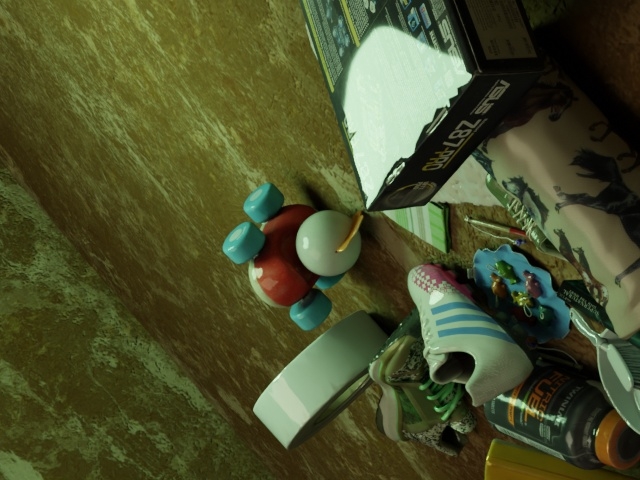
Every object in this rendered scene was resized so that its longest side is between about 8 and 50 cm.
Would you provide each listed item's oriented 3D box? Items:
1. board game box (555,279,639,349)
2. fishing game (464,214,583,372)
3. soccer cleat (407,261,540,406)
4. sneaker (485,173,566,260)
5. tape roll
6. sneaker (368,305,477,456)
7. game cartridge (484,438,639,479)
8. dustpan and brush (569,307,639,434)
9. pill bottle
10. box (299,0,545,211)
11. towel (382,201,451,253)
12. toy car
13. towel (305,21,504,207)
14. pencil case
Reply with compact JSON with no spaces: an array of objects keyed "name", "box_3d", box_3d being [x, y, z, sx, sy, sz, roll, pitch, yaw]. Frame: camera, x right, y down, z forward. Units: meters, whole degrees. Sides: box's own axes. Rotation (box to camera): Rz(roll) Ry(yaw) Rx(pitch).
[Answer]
[{"name":"board game box","box_3d":[0.408,0.105,1.667,0.186,0.126,0.026,36,112,35]},{"name":"fishing game","box_3d":[0.291,0.083,1.948,0.189,0.041,0.264,19,141,48]},{"name":"soccer cleat","box_3d":[0.197,0.139,2.013,0.116,0.143,0.331,58,170,-32]},{"name":"sneaker","box_3d":[0.288,-0.028,1.666,0.192,0.086,0.064,31,135,8]},{"name":"tape roll","box_3d":[0.012,0.259,2.424,0.100,0.286,0.286,46,157,12]},{"name":"sneaker","box_3d":[0.202,0.254,2.273,0.182,0.158,0.410,28,156,22]},{"name":"game cartridge","box_3d":[0.416,0.441,2.054,0.323,0.053,0.285,15,145,16]},{"name":"dustpan and brush","box_3d":[0.406,0.156,1.792,0.211,0.060,0.147,-112,24,-54]},{"name":"pill bottle","box_3d":[0.370,0.261,1.944,0.245,0.130,0.130,18,140,52]},{"name":"box","box_3d":[0.087,-0.275,1.474,0.318,0.097,0.395,-51,51,56]},{"name":"towel","box_3d":[0.146,-0.052,2.053,0.152,0.023,0.113,35,154,31]},{"name":"toy car","box_3d":[0.000,0.000,2.258,0.238,0.210,0.219,-26,117,38]},{"name":"towel","box_3d":[0.137,-0.190,1.820,0.332,0.053,0.317,9,133,59]},{"name":"pencil case","box_3d":[0.302,-0.065,1.554,0.410,0.160,0.183,49,166,7]}]
